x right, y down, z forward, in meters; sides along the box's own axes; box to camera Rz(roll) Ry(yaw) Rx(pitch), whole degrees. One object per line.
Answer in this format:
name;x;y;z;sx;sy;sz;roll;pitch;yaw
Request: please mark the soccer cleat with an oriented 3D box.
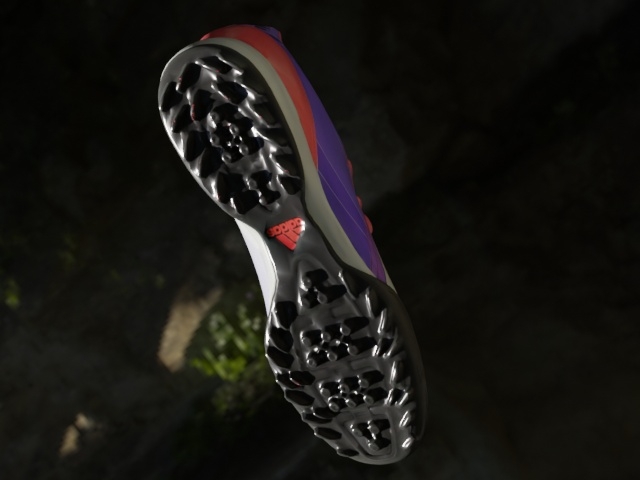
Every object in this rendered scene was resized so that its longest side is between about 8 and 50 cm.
soccer cleat;0.000;0.000;1.009;0.318;0.108;0.116;64;-152;-12
